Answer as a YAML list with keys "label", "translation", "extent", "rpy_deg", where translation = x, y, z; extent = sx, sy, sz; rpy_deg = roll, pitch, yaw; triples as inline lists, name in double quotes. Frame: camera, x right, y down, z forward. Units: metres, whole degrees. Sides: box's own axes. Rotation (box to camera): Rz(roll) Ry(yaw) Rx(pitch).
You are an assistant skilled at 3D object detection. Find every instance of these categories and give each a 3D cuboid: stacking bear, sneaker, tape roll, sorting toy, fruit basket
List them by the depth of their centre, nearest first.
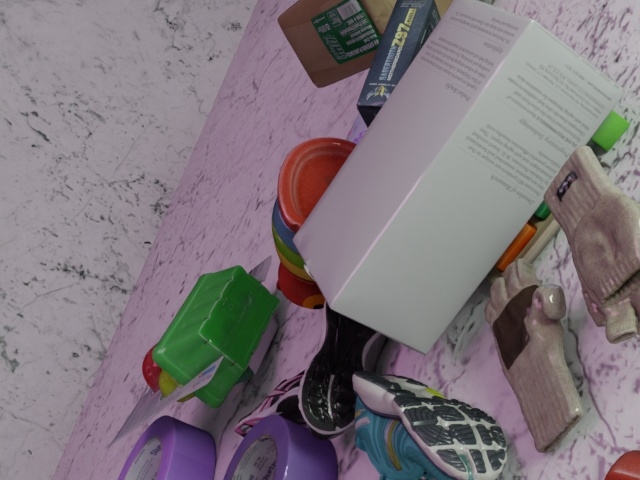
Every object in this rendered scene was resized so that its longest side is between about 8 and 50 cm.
- label: "sneaker"
  translation: [0.109, 0.221, 0.841]
  extent: [0.275, 0.107, 0.110]
  rpy_deg: [-170, 88, -72]
- label: "sorting toy"
  translation: [0.228, -0.048, 0.935]
  extent: [0.347, 0.047, 0.196]
  rpy_deg: [-55, 22, 16]
- label: "tape roll"
  translation: [-0.063, 0.342, 1.061]
  extent: [0.189, 0.080, 0.189]
  rpy_deg: [-49, 24, 31]
- label: "sneaker"
  translation: [0.037, 0.145, 1.062]
  extent: [0.108, 0.100, 0.271]
  rpy_deg: [98, -166, -59]
- label: "stacking bear"
  translation: [0.000, 0.000, 1.171]
  extent: [0.289, 0.175, 0.164]
  rpy_deg: [104, 153, -52]
- label: "sneaker"
  translation: [-0.057, 0.257, 1.192]
  extent: [0.178, 0.072, 0.077]
  rpy_deg: [-35, 21, 34]
- label: "tape roll"
  translation: [-0.299, 0.466, 1.423]
  extent: [0.275, 0.090, 0.275]
  rpy_deg: [-48, 25, 32]
- label: "fruit basket"
  translation: [-0.232, 0.215, 1.453]
  extent: [0.353, 0.165, 0.327]
  rpy_deg: [-45, 13, 39]

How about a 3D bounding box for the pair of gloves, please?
- label: "pair of gloves"
  translation: [0.239, 0.057, 0.739]
  extent: [0.204, 0.042, 0.240]
  rpy_deg: [-103, 30, -53]

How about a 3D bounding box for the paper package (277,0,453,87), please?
- label: "paper package"
  translation: [0.118, -0.438, 1.372]
  extent: [0.309, 0.168, 0.325]
  rpy_deg: [-42, 17, -18]

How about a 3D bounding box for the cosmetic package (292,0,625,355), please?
- label: "cosmetic package"
  translation: [0.139, -0.079, 0.900]
  extent: [0.365, 0.155, 0.197]
  rpy_deg: [-56, 26, 15]

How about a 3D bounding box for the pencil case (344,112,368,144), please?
- label: "pencil case"
  translation: [0.098, -0.157, 1.270]
  extent: [0.273, 0.113, 0.124]
  rpy_deg: [-61, 30, -1]

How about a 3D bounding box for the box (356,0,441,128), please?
- label: "box"
  translation: [0.137, -0.192, 1.090]
  extent: [0.059, 0.232, 0.183]
  rpy_deg: [8, 67, 28]

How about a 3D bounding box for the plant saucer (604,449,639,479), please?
- label: "plant saucer"
  translation: [0.247, 0.273, 0.500]
  extent: [0.259, 0.048, 0.258]
  rpy_deg: [-6, 58, 64]
